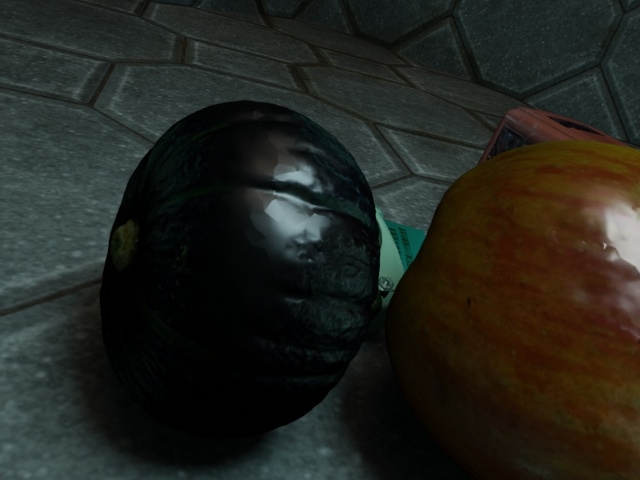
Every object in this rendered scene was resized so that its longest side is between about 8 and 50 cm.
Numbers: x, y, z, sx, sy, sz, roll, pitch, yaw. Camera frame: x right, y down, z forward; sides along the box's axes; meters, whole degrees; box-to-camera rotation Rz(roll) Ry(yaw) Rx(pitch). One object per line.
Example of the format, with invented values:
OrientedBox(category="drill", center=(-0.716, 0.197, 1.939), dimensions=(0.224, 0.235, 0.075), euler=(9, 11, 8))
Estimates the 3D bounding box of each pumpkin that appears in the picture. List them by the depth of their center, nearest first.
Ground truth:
OrientedBox(category="pumpkin", center=(-0.038, 0.025, 0.460), dimensions=(0.248, 0.248, 0.248), euler=(14, 26, -7))

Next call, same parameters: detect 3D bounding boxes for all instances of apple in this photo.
OrientedBox(category="apple", center=(0.179, 0.066, 0.475), dimensions=(0.301, 0.302, 0.301), euler=(14, 26, -7))

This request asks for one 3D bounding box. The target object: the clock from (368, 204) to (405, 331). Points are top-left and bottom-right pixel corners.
OrientedBox(category="clock", center=(0.000, 0.000, 0.646), dimensions=(0.159, 0.066, 0.211), euler=(4, 51, -17))

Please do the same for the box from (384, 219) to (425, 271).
OrientedBox(category="box", center=(0.033, 0.007, 0.757), dimensions=(0.226, 0.042, 0.161), euler=(14, 26, -7))

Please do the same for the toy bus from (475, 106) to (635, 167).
OrientedBox(category="toy bus", center=(0.394, -0.024, 0.831), dimensions=(0.203, 0.233, 0.427), euler=(8, 27, -20))
